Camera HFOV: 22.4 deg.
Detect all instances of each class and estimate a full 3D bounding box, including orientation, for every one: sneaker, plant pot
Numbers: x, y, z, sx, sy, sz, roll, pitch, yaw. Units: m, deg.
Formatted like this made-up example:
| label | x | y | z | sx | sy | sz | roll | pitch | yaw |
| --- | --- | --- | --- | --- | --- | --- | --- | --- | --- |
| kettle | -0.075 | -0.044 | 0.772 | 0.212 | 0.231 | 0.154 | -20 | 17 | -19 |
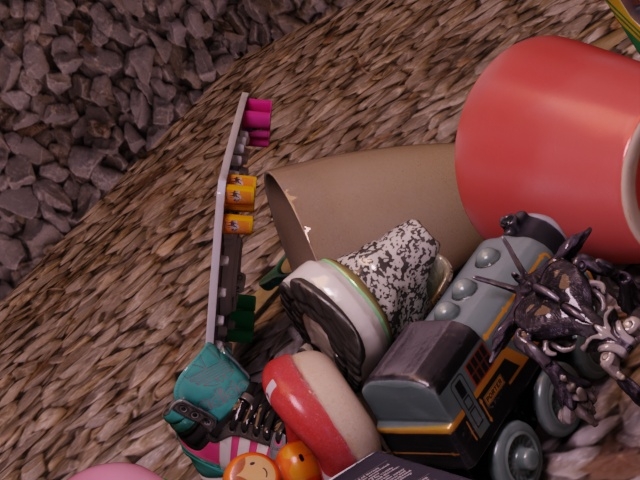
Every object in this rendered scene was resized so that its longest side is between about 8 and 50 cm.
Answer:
| label | x | y | z | sx | sy | sz | roll | pitch | yaw |
| --- | --- | --- | --- | --- | --- | --- | --- | --- | --- |
| sneaker | -0.086 | 0.203 | 1.973 | 0.295 | 0.178 | 0.124 | -19 | 25 | 44 |
| plant pot | 0.331 | -0.090 | 1.836 | 0.275 | 0.275 | 0.243 | -43 | 29 | -20 |
| sneaker | 0.081 | 0.100 | 1.757 | 0.182 | 0.158 | 0.410 | -38 | -19 | -10 |
| plant pot | 0.099 | -0.022 | 2.162 | 0.274 | 0.256 | 0.256 | -21 | 15 | -9 |

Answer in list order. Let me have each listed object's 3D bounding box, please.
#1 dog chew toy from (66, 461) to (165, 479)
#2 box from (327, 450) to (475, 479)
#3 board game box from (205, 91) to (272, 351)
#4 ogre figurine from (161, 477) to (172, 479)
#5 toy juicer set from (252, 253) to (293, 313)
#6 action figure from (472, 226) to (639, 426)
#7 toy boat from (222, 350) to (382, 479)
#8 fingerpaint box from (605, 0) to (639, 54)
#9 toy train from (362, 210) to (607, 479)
| label | x | y | z | sx | sy | sz | roll | pitch | yaw |
| --- | --- | --- | --- | --- | --- | --- | --- | --- | --- |
| dog chew toy | -0.270 | 0.408 | 1.780 | 0.332 | 0.206 | 0.206 | -50 | 21 | -21 |
| box | 0.083 | 0.289 | 1.439 | 0.108 | 0.153 | 0.207 | -29 | 12 | -22 |
| board game box | -0.114 | 0.037 | 2.231 | 0.050 | 0.390 | 0.390 | 5 | 23 | 0 |
| ogre figurine | -0.217 | 0.358 | 1.984 | 0.118 | 0.097 | 0.197 | 20 | 72 | 49 |
| toy juicer set | 0.000 | 0.000 | 2.489 | 0.329 | 0.089 | 0.209 | -26 | 20 | 32 |
| action figure | 0.271 | 0.101 | 1.525 | 0.164 | 0.141 | 0.275 | -48 | 53 | -8 |
| toy boat | -0.025 | 0.223 | 1.605 | 0.151 | 0.231 | 0.151 | -18 | 36 | -14 |
| fingerpaint box | 0.509 | -0.328 | 1.887 | 0.163 | 0.371 | 0.445 | -42 | 19 | -17 |
| toy train | 0.179 | 0.119 | 1.638 | 0.142 | 0.190 | 0.334 | -3 | 37 | 45 |
